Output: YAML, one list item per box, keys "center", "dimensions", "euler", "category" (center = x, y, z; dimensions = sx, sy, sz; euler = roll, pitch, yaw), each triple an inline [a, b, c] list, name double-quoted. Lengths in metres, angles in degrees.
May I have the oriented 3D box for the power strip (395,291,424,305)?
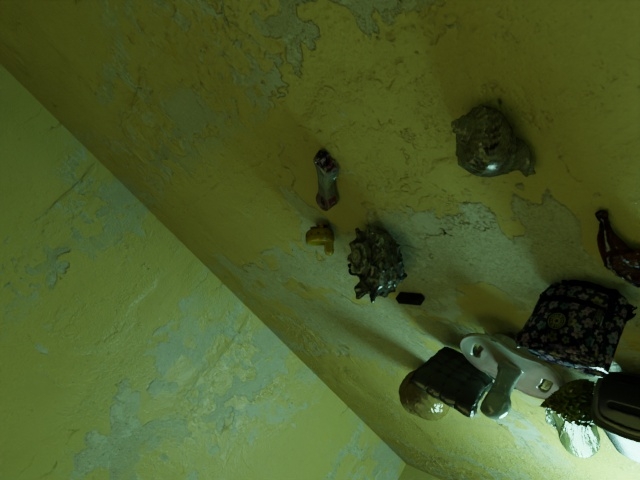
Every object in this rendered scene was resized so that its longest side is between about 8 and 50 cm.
- center: [0.318, 0.206, 1.663]
  dimensions: [0.111, 0.038, 0.029]
  euler: [-4, 130, 53]
  category: "power strip"

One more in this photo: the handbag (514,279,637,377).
- center: [0.595, 0.194, 1.098]
  dimensions: [0.127, 0.207, 0.229]
  euler: [37, 164, -29]
  category: "handbag"

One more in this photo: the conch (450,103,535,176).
- center: [0.348, -0.193, 0.961]
  dimensions: [0.207, 0.130, 0.155]
  euler: [22, -168, -14]
  category: "conch"

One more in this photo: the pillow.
- center: [0.475, 0.478, 1.620]
  dimensions: [0.228, 0.101, 0.326]
  euler: [23, -166, 30]
  category: "pillow"

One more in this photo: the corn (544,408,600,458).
- center: [0.820, 0.593, 1.513]
  dimensions: [0.305, 0.122, 0.123]
  euler: [56, 169, -29]
  category: "corn"

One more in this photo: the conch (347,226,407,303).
- center: [0.165, 0.072, 1.512]
  dimensions: [0.313, 0.186, 0.240]
  euler: [89, 156, -79]
  category: "conch"

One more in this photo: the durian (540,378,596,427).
- center: [0.741, 0.463, 1.316]
  dimensions: [0.108, 0.187, 0.119]
  euler: [-115, 38, -47]
  category: "durian"

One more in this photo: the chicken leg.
- center: [0.626, 0.025, 0.964]
  dimensions: [0.205, 0.053, 0.093]
  euler: [33, 131, -2]
  category: "chicken leg"

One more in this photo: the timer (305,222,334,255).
- center: [0.000, 0.000, 1.672]
  dimensions: [0.107, 0.109, 0.107]
  euler: [-3, 169, -1]
  category: "timer"

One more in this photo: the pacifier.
- center: [0.579, 0.409, 1.447]
  dimensions: [0.332, 0.273, 0.220]
  euler: [26, 113, 24]
  category: "pacifier"

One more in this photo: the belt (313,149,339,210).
- center: [0.019, -0.177, 1.435]
  dimensions: [0.071, 0.053, 0.232]
  euler: [36, 155, 26]
  category: "belt"

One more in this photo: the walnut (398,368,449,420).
- center: [0.456, 0.668, 2.024]
  dimensions: [0.228, 0.228, 0.228]
  euler: [31, 152, 18]
  category: "walnut"

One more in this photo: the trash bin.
- center: [0.853, 0.472, 1.231]
  dimensions: [0.210, 0.182, 0.290]
  euler: [3, 142, 48]
  category: "trash bin"
